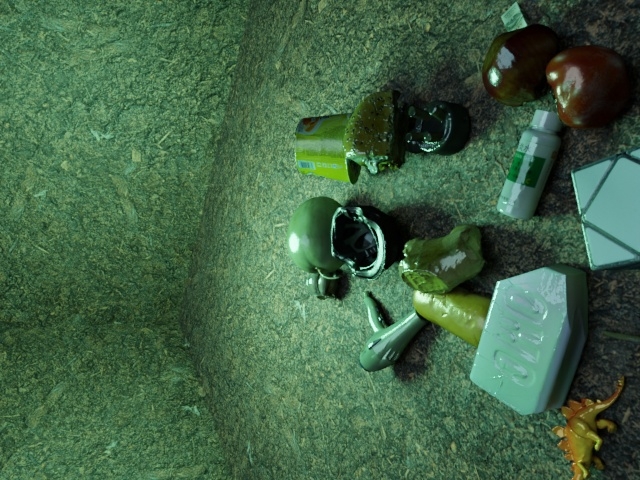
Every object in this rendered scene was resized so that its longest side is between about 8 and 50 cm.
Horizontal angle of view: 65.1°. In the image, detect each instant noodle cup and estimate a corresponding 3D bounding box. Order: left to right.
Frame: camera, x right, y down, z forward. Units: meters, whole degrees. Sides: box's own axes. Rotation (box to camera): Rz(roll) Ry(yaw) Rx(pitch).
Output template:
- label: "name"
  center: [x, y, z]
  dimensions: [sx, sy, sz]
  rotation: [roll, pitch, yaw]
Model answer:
- label: "instant noodle cup"
  center: [0.033, -0.333, 1.794]
  dimensions: [0.201, 0.264, 0.263]
  rotation: [4, 92, 17]

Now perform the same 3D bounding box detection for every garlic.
- label: "garlic"
  center: [0.018, 0.137, 1.994]
  dimensions: [0.131, 0.127, 0.193]
  rotation: [-2, 67, 62]

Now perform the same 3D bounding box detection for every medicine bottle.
- label: "medicine bottle"
  center: [0.515, -0.183, 1.222]
  dimensions: [0.095, 0.095, 0.259]
  rotation: [40, 120, 52]

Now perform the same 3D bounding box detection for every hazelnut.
- label: "hazelnut"
  center: [0.488, -0.432, 1.245]
  dimensions: [0.201, 0.161, 0.170]
  rotation: [64, -144, -78]

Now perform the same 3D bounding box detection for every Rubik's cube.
- label: "Rubik's cube"
  center: [0.628, -0.060, 0.925]
  dimensions: [0.205, 0.205, 0.207]
  rotation: [-22, 69, 56]

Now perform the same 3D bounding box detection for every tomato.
- label: "tomato"
  center: [0.572, -0.330, 1.072]
  dimensions: [0.152, 0.187, 0.186]
  rotation: [-7, 82, 36]

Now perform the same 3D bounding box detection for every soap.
- label: "soap"
  center: [0.503, 0.219, 1.189]
  dimensions: [0.208, 0.115, 0.346]
  rotation: [29, 113, 51]

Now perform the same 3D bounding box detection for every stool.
- label: "stool"
  center: [0.328, -0.319, 1.489]
  dimensions: [0.228, 0.140, 0.153]
  rotation: [-49, 51, 43]

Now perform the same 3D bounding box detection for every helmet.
- label: "helmet"
  center: [0.175, -0.001, 1.682]
  dimensions: [0.305, 0.177, 0.224]
  rotation: [39, 127, 41]

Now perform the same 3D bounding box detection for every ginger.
- label: "ginger"
  center: [0.345, 0.042, 1.411]
  dimensions: [0.276, 0.130, 0.221]
  rotation: [13, 68, 52]

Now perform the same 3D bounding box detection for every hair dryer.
- label: "hair dryer"
  center: [0.235, 0.266, 1.661]
  dimensions: [0.296, 0.119, 0.297]
  rotation: [-32, 48, 46]

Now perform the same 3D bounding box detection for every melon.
- label: "melon"
  center: [0.002, -0.014, 1.891]
  dimensions: [0.272, 0.272, 0.307]
  rotation: [-19, 41, 57]

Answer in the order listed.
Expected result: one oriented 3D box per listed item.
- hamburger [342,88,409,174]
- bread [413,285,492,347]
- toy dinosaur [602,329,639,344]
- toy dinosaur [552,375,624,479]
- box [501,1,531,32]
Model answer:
- label: "hamburger"
  center: [0.176, -0.342, 1.615]
  dimensions: [0.193, 0.167, 0.287]
  rotation: [0, 70, 19]
- label: "bread"
  center: [0.379, 0.197, 1.425]
  dimensions: [0.305, 0.091, 0.141]
  rotation: [25, 104, 55]
- label: "toy dinosaur"
  center: [0.680, 0.228, 0.956]
  dimensions: [0.251, 0.072, 0.199]
  rotation: [55, 144, 31]
- label: "toy dinosaur"
  center: [0.579, 0.414, 1.109]
  dimensions: [0.117, 0.071, 0.287]
  rotation: [24, 104, 57]
- label: "box"
  center: [0.512, -0.573, 1.314]
  dimensions: [0.054, 0.024, 0.083]
  rotation: [-39, 56, 49]
